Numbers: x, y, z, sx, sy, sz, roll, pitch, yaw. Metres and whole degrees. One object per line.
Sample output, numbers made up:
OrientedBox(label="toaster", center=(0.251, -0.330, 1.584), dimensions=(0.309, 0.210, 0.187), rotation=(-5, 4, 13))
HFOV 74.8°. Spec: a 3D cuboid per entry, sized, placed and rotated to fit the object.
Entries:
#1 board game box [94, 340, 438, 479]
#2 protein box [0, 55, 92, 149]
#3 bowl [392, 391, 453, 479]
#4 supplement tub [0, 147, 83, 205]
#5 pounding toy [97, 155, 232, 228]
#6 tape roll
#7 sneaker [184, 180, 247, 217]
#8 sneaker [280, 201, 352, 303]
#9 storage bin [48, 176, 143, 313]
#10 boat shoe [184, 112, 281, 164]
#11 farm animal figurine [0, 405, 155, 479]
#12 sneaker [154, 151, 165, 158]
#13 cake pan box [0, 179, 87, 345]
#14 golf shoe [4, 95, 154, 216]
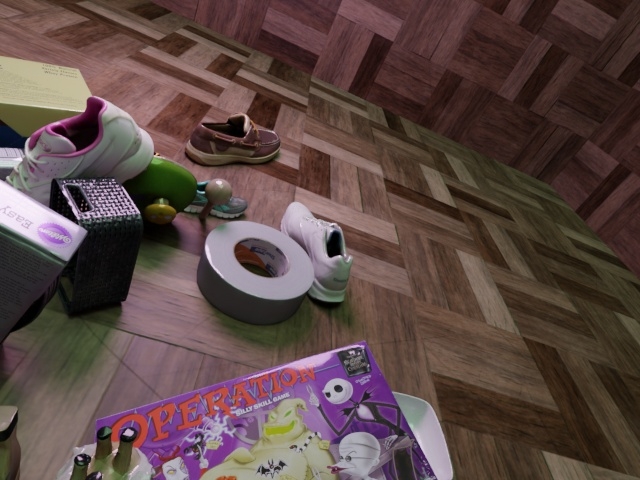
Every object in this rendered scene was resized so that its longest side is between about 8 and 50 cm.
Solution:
OrientedBox(label="board game box", center=(-0.069, 0.248, 0.468), dimensions=(0.347, 0.056, 0.208), rotation=(-13, 36, -14))
OrientedBox(label="protein box", center=(-0.589, -0.262, 0.858), dimensions=(0.200, 0.136, 0.201), rotation=(-6, 46, -41))
OrientedBox(label="bowl", center=(0.124, 0.314, 0.659), dimensions=(0.142, 0.053, 0.142), rotation=(17, 34, -17))
OrientedBox(label="supplement tub", center=(-0.524, -0.105, 0.715), dimensions=(0.198, 0.106, 0.106), rotation=(-9, 48, -43))
OrientedBox(label="pounding toy", center=(-0.302, -0.059, 0.793), dimensions=(0.237, 0.183, 0.110), rotation=(10, 61, -32))
OrientedBox(label="tape roll", center=(-0.125, 0.058, 0.818), dimensions=(0.219, 0.072, 0.219), rotation=(20, 32, -13))
OrientedBox(label="sneaker", center=(-0.238, -0.099, 0.949), dimensions=(0.167, 0.076, 0.065), rotation=(3, 41, -35))
OrientedBox(label="sneaker", center=(0.000, 0.000, 0.942), dimensions=(0.111, 0.129, 0.297), rotation=(2, 39, -32))
OrientedBox(label="storage bin", center=(-0.341, 0.006, 0.623), dimensions=(0.084, 0.180, 0.122), rotation=(-12, 50, -45))
OrientedBox(label="boat shoe", center=(-0.226, -0.301, 1.201), dimensions=(0.123, 0.123, 0.342), rotation=(43, 35, 22))
OrientedBox(label="farm animal figurine", center=(-0.331, 0.267, 0.288), dimensions=(0.330, 0.172, 0.326), rotation=(14, 21, -4))
OrientedBox(label="sneaker", center=(-0.386, -0.171, 0.934), dimensions=(0.215, 0.083, 0.084), rotation=(18, 32, -19))
OrientedBox(label="cake pan box", center=(-0.421, 0.013, 0.431), dimensions=(0.267, 0.246, 0.070), rotation=(36, 28, -25))
OrientedBox(label="golf shoe", center=(-0.410, -0.103, 0.626), dimensions=(0.306, 0.140, 0.115), rotation=(-41, 72, -12))
